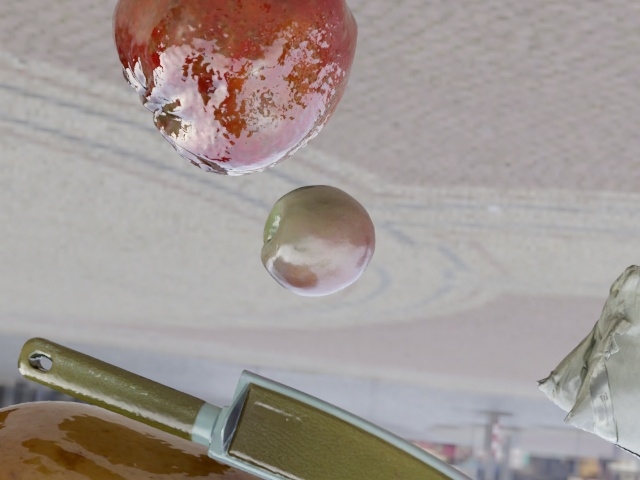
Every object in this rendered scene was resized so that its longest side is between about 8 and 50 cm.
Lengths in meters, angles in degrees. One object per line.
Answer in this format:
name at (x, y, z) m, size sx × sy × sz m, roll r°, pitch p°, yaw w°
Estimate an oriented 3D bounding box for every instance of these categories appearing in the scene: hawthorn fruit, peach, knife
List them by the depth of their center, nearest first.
knife at (-0.049, 0.115, 0.928) m, size 0.343 × 0.061 × 0.027 m, roll 19°, pitch 179°, yaw 21°
peach at (-0.001, 0.001, 1.018) m, size 0.083 × 0.083 × 0.083 m, roll 5°, pitch 172°, yaw 1°
hawthorn fruit at (-0.055, -0.217, 1.485) m, size 0.300 × 0.254 × 0.254 m, roll -36°, pitch 174°, yaw -5°

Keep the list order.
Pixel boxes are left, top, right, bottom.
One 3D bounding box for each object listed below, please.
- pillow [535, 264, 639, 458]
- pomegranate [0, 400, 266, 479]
pillow at (0.272, 0.113, 1.139) m, size 0.181 × 0.134 × 0.078 m, roll 31°, pitch 177°, yaw -28°
pomegranate at (-0.171, 0.313, 1.040) m, size 0.416 × 0.417 × 0.416 m, roll 5°, pitch 172°, yaw 1°
